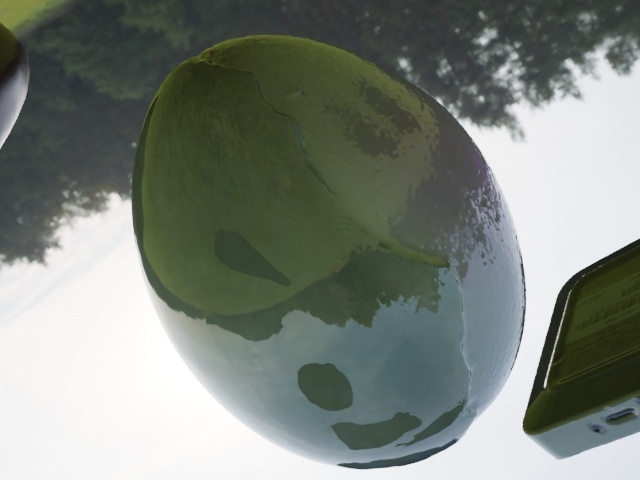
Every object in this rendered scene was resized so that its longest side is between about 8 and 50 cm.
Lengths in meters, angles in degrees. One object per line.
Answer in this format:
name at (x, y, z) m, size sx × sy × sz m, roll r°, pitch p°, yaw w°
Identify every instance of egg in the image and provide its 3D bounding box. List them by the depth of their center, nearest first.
egg at (0.000, 0.000, 0.441) m, size 0.183 × 0.217 × 0.183 m, roll -22°, pitch -145°, yaw 17°

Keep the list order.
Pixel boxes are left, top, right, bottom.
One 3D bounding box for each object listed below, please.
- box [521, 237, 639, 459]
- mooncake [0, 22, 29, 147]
box at (0.468, 0.116, 1.286) m, size 0.367 × 0.090 × 0.373 m, roll -39°, pitch -167°, yaw 43°
mooncake at (-0.400, -0.078, 0.788) m, size 0.326 × 0.174 × 0.334 m, roll -47°, pitch -148°, yaw 5°
